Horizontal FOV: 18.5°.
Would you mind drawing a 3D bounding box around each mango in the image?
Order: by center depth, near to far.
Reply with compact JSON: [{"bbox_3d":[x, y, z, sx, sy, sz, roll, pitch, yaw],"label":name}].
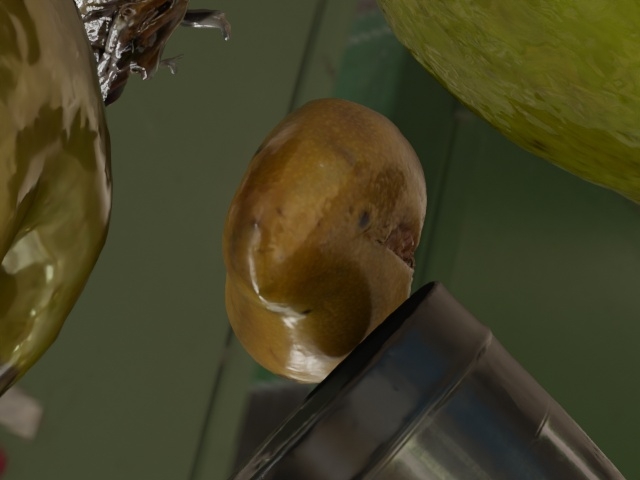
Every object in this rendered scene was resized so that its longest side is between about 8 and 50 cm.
[{"bbox_3d":[0.006,0.002,1.246,0.120,0.177,0.295,19,173,2],"label":"mango"}]

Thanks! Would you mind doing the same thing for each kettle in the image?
[{"bbox_3d":[0.074,0.241,1.129,0.324,0.228,0.321,44,116,1],"label":"kettle"}]

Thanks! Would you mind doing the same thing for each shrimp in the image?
[{"bbox_3d":[-0.131,-0.155,1.236,0.116,0.145,0.343,46,137,8],"label":"shrimp"}]

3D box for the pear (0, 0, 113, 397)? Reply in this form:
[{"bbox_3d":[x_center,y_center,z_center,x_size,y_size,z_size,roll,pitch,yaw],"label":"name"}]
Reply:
[{"bbox_3d":[-0.265,-0.059,0.548,0.418,0.362,0.362,24,151,-1],"label":"pear"}]

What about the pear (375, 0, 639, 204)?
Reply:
[{"bbox_3d":[0.121,-0.131,0.423,0.253,0.253,0.307,16,148,-3],"label":"pear"}]
